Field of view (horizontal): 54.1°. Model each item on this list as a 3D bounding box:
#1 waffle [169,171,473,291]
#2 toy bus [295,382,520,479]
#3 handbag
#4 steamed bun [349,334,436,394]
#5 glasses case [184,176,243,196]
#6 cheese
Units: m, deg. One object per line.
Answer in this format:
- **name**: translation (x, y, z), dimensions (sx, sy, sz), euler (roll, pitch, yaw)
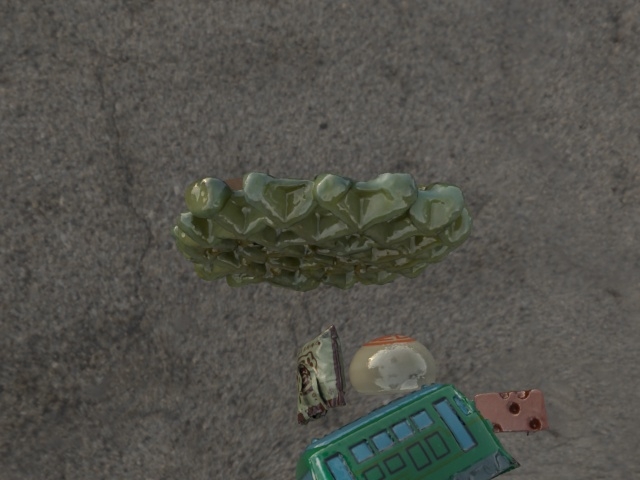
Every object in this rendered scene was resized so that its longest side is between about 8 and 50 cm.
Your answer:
- **waffle**: translation (0.000, 0.000, 0.658), dimensions (0.308, 0.292, 0.056), euler (4, 72, -12)
- **toy bus**: translation (0.129, 0.377, 1.043), dimensions (0.343, 0.184, 0.200), euler (-19, 65, -23)
- **handbag**: translation (-0.007, 0.382, 1.788), dimensions (0.127, 0.213, 0.235), euler (18, 52, -29)
- **steamed bun**: translation (0.230, 0.397, 2.034), dimensions (0.282, 0.283, 0.177), euler (-4, 81, -11)
- **glasses case**: translation (-0.206, -0.072, 1.333), dimensions (0.193, 0.070, 0.103), euler (-21, 90, -56)
- **cheese**: translation (0.554, 0.521, 1.878), dimensions (0.176, 0.203, 0.128), euler (-2, 71, -3)
